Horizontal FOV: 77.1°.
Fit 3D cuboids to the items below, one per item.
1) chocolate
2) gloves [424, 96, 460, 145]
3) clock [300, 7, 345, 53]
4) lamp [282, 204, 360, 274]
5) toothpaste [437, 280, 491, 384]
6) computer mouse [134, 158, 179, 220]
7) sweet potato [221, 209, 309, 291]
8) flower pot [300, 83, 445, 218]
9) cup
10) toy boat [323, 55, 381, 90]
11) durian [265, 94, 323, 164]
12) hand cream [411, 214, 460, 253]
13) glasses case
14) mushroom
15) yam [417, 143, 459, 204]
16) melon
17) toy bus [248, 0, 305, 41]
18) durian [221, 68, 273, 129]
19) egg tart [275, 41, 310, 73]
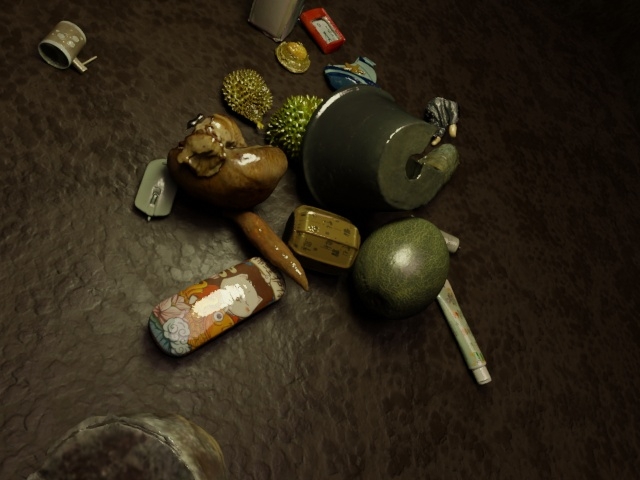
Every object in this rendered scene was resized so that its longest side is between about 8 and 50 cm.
[{"bbox_3d":[-0.280,0.413,0.656,0.302,0.213,0.304,-1,83,8],"label":"chocolate"},{"bbox_3d":[0.447,-0.441,1.526,0.128,0.106,0.181,22,86,-14],"label":"gloves"},{"bbox_3d":[0.006,-0.764,1.474,0.113,0.061,0.155,-37,89,-35],"label":"clock"},{"bbox_3d":[0.000,0.000,1.037,0.184,0.161,0.162,17,59,-16],"label":"lamp"},{"bbox_3d":[0.410,0.259,1.177,0.055,0.058,0.315,-24,69,11],"label":"toothpaste"},{"bbox_3d":[-0.387,-0.131,0.965,0.089,0.056,0.182,15,61,-15],"label":"computer mouse"},{"bbox_3d":[-0.125,0.008,0.975,0.314,0.066,0.072,43,23,20],"label":"sweet potato"},{"bbox_3d":[0.155,-0.203,1.054,0.378,0.251,0.380,-13,116,-27],"label":"flower pot"},{"bbox_3d":[-0.627,-0.485,1.005,0.102,0.074,0.099,21,58,-16],"label":"cup"},{"bbox_3d":[0.136,-0.607,1.466,0.220,0.067,0.291,25,42,3],"label":"toy boat"},{"bbox_3d":[-0.029,-0.310,1.169,0.236,0.176,0.200,32,75,-23],"label":"durian"},{"bbox_3d":[0.366,-0.010,1.290,0.185,0.054,0.087,23,62,-8],"label":"hand cream"},{"bbox_3d":[-0.218,0.139,0.897,0.320,0.082,0.122,-28,75,-36],"label":"glasses case"},{"bbox_3d":[-0.224,-0.175,0.950,0.263,0.283,0.196,12,81,23],"label":"mushroom"},{"bbox_3d":[0.380,-0.237,1.360,0.133,0.133,0.330,47,51,1],"label":"yam"},{"bbox_3d":[0.216,0.067,1.060,0.237,0.237,0.302,45,50,0],"label":"melon"},{"bbox_3d":[-0.101,-0.820,1.252,0.171,0.386,0.163,22,63,-15],"label":"toy bus"},{"bbox_3d":[-0.206,-0.417,1.172,0.146,0.102,0.208,-10,75,-36],"label":"durian"},{"bbox_3d":[-0.091,-0.629,1.362,0.130,0.052,0.131,9,64,-20],"label":"egg tart"}]
